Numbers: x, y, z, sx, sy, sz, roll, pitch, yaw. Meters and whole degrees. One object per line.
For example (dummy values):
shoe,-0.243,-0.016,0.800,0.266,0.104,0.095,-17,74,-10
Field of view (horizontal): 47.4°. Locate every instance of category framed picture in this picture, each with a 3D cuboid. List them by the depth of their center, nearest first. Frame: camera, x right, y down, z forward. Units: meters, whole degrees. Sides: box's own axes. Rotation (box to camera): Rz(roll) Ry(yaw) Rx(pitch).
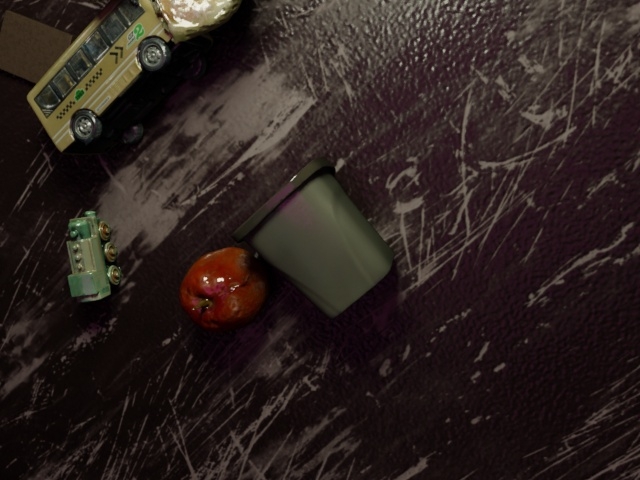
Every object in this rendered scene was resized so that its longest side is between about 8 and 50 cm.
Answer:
framed picture,-0.622,-0.412,1.588,0.169,0.023,0.127,22,105,9

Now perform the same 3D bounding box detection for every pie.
pie,-0.274,-0.527,1.311,0.338,0.075,0.337,0,92,2

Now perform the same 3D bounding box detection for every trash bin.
trash bin,0.000,0.000,1.412,0.220,0.219,0.250,-41,95,19

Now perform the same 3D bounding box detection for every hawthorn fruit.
hawthorn fruit,-0.203,0.105,1.484,0.179,0.200,0.179,3,99,19

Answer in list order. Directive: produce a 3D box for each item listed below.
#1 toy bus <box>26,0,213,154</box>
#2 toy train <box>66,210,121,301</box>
toy bus,-0.405,-0.340,1.469,0.365,0.177,0.201,-40,83,18
toy train,-0.499,0.035,1.585,0.081,0.125,0.193,-8,98,11
